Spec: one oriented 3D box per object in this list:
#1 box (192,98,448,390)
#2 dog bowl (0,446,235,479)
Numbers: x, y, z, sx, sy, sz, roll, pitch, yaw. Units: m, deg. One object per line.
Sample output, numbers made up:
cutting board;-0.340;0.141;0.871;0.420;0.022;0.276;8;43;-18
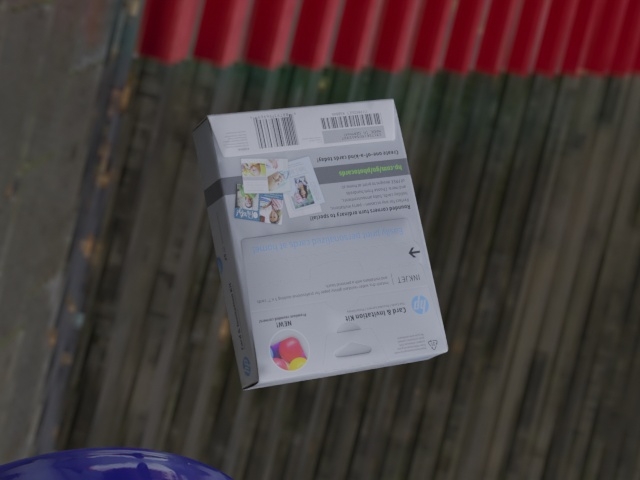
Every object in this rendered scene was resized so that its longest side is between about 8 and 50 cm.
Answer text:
box;0.000;0.000;1.168;0.038;0.145;0.186;145;-65;-64
dog bowl;-0.126;0.235;0.872;0.104;0.265;0.265;-118;-149;-47
